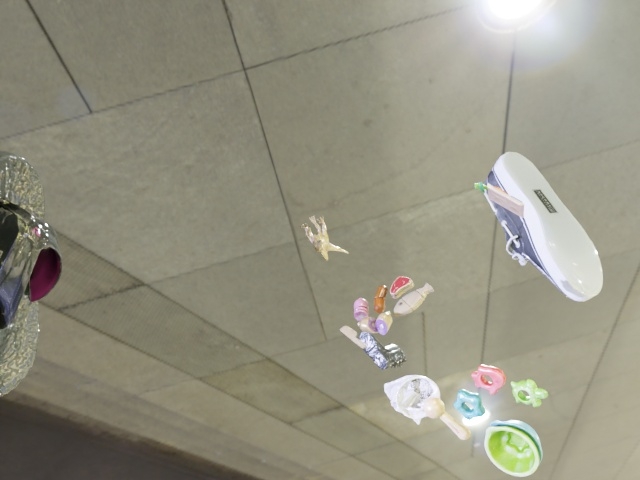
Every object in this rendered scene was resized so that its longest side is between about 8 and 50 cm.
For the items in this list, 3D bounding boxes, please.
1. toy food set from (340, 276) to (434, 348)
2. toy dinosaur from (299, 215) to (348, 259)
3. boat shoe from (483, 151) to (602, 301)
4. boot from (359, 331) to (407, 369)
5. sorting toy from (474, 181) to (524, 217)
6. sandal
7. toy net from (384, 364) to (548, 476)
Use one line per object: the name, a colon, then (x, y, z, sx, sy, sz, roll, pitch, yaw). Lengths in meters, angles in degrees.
toy food set: (0.081, 0.084, 0.858, 0.122, 0.078, 0.019, -40, 125, -13)
toy dinosaur: (0.000, 0.000, 1.372, 0.053, 0.092, 0.183, -27, 169, 13)
boat shoe: (0.373, -0.012, 1.144, 0.113, 0.306, 0.105, -7, 146, -30)
boot: (0.163, 0.280, 1.683, 0.099, 0.121, 0.045, 1, 136, -53)
sorting toy: (0.250, -0.064, 0.917, 0.012, 0.083, 0.062, -55, 157, -1)
sandal: (-0.469, 0.065, 1.031, 0.107, 0.167, 0.445, 18, 122, 9)
toy net: (0.172, 0.214, 0.840, 0.045, 0.232, 0.122, -32, 120, -46)
